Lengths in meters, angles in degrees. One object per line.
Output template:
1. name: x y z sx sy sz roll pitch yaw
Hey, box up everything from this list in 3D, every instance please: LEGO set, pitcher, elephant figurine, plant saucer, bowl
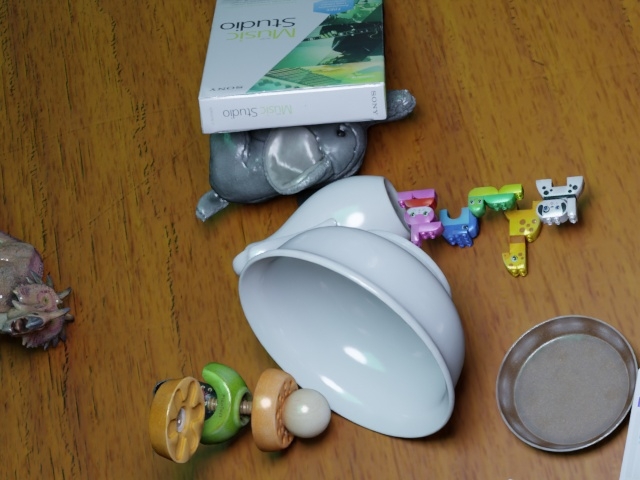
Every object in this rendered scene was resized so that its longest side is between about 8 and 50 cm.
1. LEGO set: 0.213 -0.009 2.015 0.227 0.087 0.093 -5 64 16
2. pitcher: 0.000 0.000 2.055 0.207 0.178 0.125 -26 80 12
3. elephant figurine: -0.020 -0.110 2.137 0.239 0.186 0.169 17 31 27
4. plant saucer: 0.287 0.168 1.912 0.168 0.029 0.168 -11 60 20
5. bowl: 0.060 0.082 1.940 0.297 0.298 0.134 18 54 33

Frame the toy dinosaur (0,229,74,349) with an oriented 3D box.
1. toy dinosaur: -0.425 0.061 2.270 0.200 0.127 0.296 -16 45 9

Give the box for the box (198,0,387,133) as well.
1. box: -0.031 -0.241 2.149 0.232 0.058 0.322 -5 32 3

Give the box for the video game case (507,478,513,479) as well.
1. video game case: 0.213 0.392 1.828 0.183 0.023 0.201 -45 53 -3

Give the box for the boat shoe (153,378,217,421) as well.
1. boat shoe: -0.151 0.204 2.100 0.133 0.042 0.049 5 64 27

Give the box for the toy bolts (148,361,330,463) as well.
1. toy bolts: -0.091 0.264 1.950 0.158 0.218 0.229 4 87 21

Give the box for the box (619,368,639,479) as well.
1. box: 0.444 0.262 1.677 0.262 0.126 0.231 13 97 31
